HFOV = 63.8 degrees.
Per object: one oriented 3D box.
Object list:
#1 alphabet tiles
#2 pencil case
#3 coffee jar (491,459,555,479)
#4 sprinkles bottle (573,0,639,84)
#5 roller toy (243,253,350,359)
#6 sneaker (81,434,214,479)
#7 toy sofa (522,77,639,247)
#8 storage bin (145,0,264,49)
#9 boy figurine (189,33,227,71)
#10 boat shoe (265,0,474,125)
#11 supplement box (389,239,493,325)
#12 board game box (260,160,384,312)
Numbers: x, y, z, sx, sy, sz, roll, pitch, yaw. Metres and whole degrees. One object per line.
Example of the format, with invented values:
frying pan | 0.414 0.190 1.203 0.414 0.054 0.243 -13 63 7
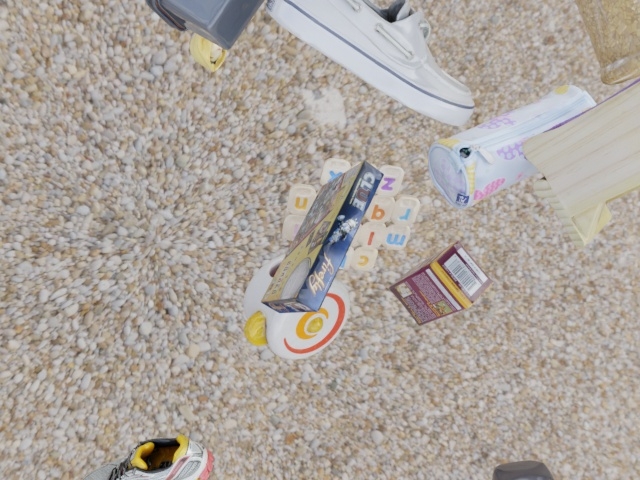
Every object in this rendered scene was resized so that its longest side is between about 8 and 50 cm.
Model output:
alphabet tiles | 0.064 -0.049 1.113 0.283 0.021 0.278 5 127 -11
pencil case | 0.307 -0.154 0.825 0.273 0.124 0.114 -24 57 -13
coffee jar | 0.322 0.440 0.817 0.096 0.079 0.185 -8 111 -1
sprinkles bottle | 0.250 -0.325 0.452 0.121 0.121 0.356 -24 94 -16
roller toy | -0.045 0.134 1.032 0.209 0.146 0.191 27 99 -45
sneaker | -0.291 0.364 0.834 0.225 0.088 0.093 -20 126 7
toy sofa | 0.469 -0.150 0.671 0.150 0.362 0.177 -26 83 -43
storage bin | -0.118 -0.294 0.584 0.091 0.098 0.135 37 94 16
boy figurine | -0.196 -0.495 1.132 0.092 0.177 0.285 47 116 -4
boat shoe | 0.075 -0.220 0.563 0.267 0.096 0.088 27 119 -16
supplement box | 0.228 0.088 1.001 0.080 0.188 0.104 -37 86 -26
board game box | 0.000 0.000 0.830 0.042 0.165 0.243 33 70 -17
